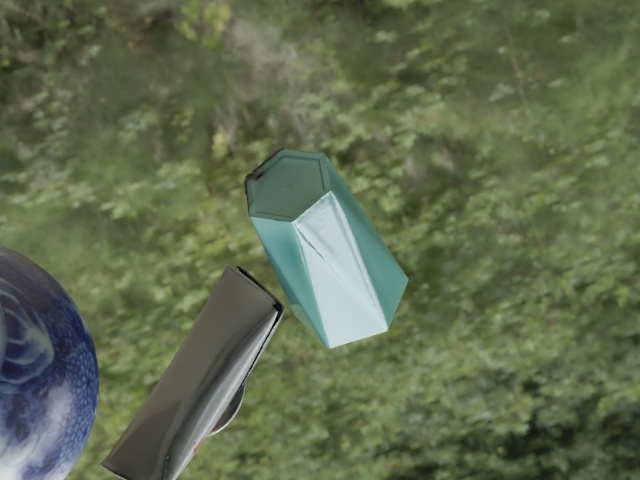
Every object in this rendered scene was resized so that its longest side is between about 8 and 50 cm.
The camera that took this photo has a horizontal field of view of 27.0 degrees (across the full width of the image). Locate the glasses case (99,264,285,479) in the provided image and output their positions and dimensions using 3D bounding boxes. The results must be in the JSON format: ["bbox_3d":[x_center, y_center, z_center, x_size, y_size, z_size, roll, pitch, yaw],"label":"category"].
[{"bbox_3d":[-0.147,0.185,1.687,0.128,0.083,0.308,25,-100,48],"label":"glasses case"}]

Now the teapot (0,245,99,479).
[{"bbox_3d":[-0.308,0.136,1.134,0.252,0.424,0.280,-13,155,0],"label":"teapot"}]

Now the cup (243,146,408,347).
[{"bbox_3d":[0.000,0.000,1.554,0.134,0.236,0.148,-42,-132,-12],"label":"cup"}]
